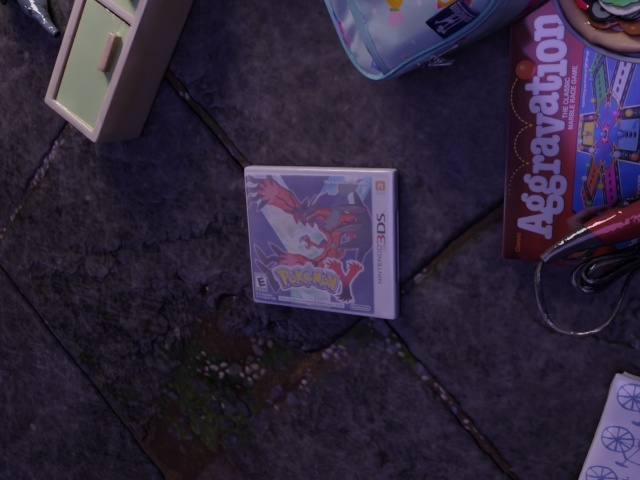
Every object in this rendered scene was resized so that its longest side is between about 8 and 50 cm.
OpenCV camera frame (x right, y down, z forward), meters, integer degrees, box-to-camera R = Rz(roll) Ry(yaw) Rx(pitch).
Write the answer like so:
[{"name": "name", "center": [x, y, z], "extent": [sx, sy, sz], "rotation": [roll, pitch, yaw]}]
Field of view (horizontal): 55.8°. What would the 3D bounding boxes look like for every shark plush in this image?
[{"name": "shark plush", "center": [-0.423, -0.330, 0.840], "extent": [0.073, 0.067, 0.161], "rotation": [-37, 86, 29]}]

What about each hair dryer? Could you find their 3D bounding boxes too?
[{"name": "hair dryer", "center": [0.324, -0.039, 0.518], "extent": [0.223, 0.080, 0.294], "rotation": [5, 105, -4]}]

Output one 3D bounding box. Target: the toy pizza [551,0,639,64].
[{"name": "toy pizza", "center": [0.276, -0.236, 0.462], "extent": [0.201, 0.032, 0.201], "rotation": [-4, 83, 34]}]

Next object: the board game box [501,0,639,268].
[{"name": "board game box", "center": [0.253, -0.108, 0.578], "extent": [0.145, 0.027, 0.281], "rotation": [5, 114, 25]}]

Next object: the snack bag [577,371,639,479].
[{"name": "snack bag", "center": [0.422, 0.338, 0.638], "extent": [0.323, 0.037, 0.343], "rotation": [19, 112, 20]}]

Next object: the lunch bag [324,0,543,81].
[{"name": "lunch bag", "center": [0.070, -0.291, 0.547], "extent": [0.224, 0.107, 0.279], "rotation": [-15, 101, 56]}]

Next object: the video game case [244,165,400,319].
[{"name": "video game case", "center": [0.000, 0.000, 0.754], "extent": [0.201, 0.023, 0.184], "rotation": [4, 106, 25]}]

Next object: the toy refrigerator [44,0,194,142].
[{"name": "toy refrigerator", "center": [-0.249, -0.264, 0.759], "extent": [0.102, 0.094, 0.270], "rotation": [38, 117, 12]}]
